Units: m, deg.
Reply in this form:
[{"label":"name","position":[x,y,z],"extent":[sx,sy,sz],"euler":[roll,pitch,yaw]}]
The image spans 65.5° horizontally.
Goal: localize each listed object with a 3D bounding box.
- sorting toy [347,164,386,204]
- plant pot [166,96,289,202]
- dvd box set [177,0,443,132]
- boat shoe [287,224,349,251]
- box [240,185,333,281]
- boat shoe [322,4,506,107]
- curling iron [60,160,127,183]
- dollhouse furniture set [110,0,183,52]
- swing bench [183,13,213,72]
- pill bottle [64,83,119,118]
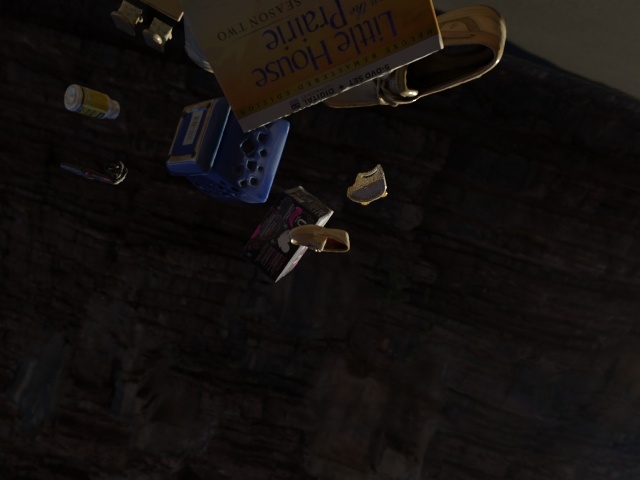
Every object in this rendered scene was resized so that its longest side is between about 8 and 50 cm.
[{"label":"sorting toy","position":[0.099,-0.119,1.004],"extent":[0.045,0.083,0.075],"euler":[43,-144,-39]},{"label":"plant pot","position":[-0.255,-0.241,1.306],"extent":[0.212,0.235,0.236],"euler":[23,170,-40]},{"label":"dvd box set","position":[-0.052,-0.381,0.612],"extent":[0.308,0.420,0.062],"euler":[-20,-150,8]},{"label":"boat shoe","position":[0.000,0.000,1.309],"extent":[0.170,0.063,0.059],"euler":[2,-137,-19]},{"label":"box","position":[-0.097,-0.021,1.505],"extent":[0.142,0.247,0.163],"euler":[39,-160,6]},{"label":"boat shoe","position":[0.131,-0.291,0.838],"extent":[0.342,0.110,0.121],"euler":[-11,131,32]},{"label":"curling iron","position":[-0.675,-0.207,1.473],"extent":[0.274,0.068,0.035],"euler":[8,148,28]},{"label":"dollhouse furniture set","position":[-0.407,-0.584,1.087],"extent":[0.242,0.212,0.161],"euler":[27,176,-11]},{"label":"swing bench","position":[-0.252,-0.619,1.421],"extent":[0.165,0.255,0.253],"euler":[47,166,-2]},{"label":"pill bottle","position":[-0.558,-0.336,1.223],"extent":[0.065,0.065,0.116],"euler":[22,-171,31]}]
